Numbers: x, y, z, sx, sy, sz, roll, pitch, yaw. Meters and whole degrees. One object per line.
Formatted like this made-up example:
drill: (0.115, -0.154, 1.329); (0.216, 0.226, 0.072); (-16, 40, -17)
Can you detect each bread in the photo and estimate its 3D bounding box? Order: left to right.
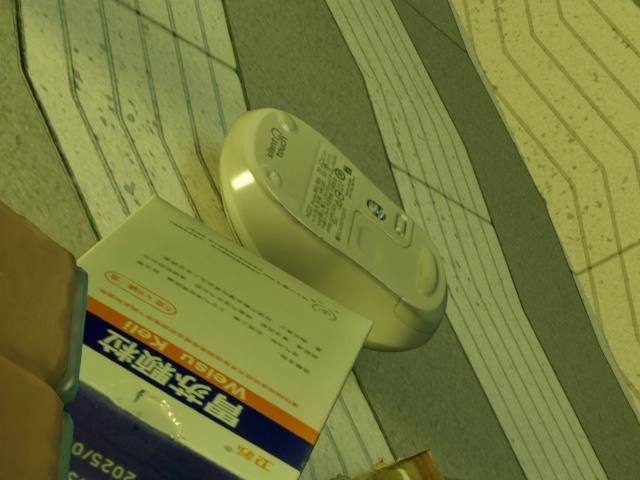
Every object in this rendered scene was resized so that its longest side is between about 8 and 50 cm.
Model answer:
bread: (0.087, 0.278, 1.265); (0.173, 0.085, 0.134); (63, 17, 12)

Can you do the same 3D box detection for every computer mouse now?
computer mouse: (0.000, 0.000, 1.389); (0.297, 0.121, 0.184); (35, 37, -21)

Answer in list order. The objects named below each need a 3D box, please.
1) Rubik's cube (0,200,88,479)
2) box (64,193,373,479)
Rubik's cube: (-0.246, 0.082, 0.513); (0.221, 0.231, 0.225); (43, 33, -41)
box: (-0.095, 0.095, 0.937); (0.200, 0.106, 0.299); (30, 20, 2)
